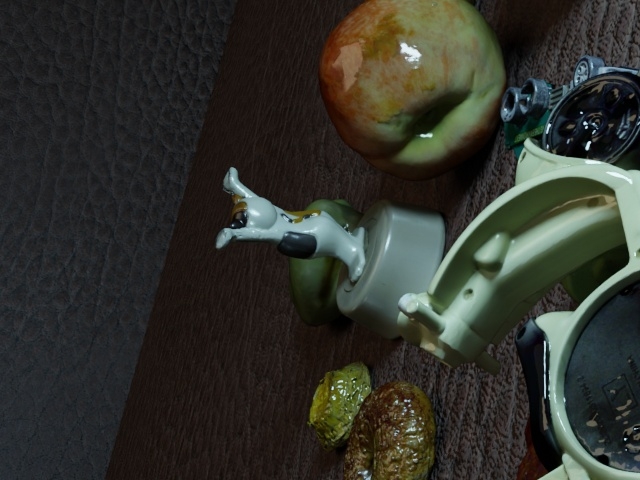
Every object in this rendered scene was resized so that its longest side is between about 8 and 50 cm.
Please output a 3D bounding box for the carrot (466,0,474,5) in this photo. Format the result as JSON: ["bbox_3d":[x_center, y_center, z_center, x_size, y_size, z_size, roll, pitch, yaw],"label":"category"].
[{"bbox_3d":[0.133,-0.275,1.979,0.139,0.139,0.301,135,152,-58],"label":"carrot"}]

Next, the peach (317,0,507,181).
[{"bbox_3d":[0.110,-0.206,1.780,0.232,0.232,0.256,-61,28,31],"label":"peach"}]

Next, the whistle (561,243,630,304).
[{"bbox_3d":[0.243,0.009,1.246,0.227,0.105,0.085,-109,15,-68],"label":"whistle"}]

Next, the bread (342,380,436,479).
[{"bbox_3d":[0.071,0.244,1.635,0.193,0.064,0.193,-163,90,-75],"label":"bread"}]

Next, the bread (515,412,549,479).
[{"bbox_3d":[0.202,0.182,1.172,0.139,0.095,0.269,-53,19,32],"label":"bread"}]

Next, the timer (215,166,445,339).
[{"bbox_3d":[0.000,0.000,1.813,0.175,0.266,0.175,-160,90,-76],"label":"timer"}]

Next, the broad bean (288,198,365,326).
[{"bbox_3d":[0.013,0.031,2.077,0.263,0.121,0.189,106,177,-82],"label":"broad bean"}]

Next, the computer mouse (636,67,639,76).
[{"bbox_3d":[0.330,-0.120,1.167,0.231,0.071,0.126,-46,38,34],"label":"computer mouse"}]

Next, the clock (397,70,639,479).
[{"bbox_3d":[0.196,0.061,1.080,0.276,0.120,0.379,-37,40,17],"label":"clock"}]

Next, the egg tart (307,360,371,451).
[{"bbox_3d":[0.022,0.211,1.881,0.130,0.052,0.130,-57,19,31],"label":"egg tart"}]

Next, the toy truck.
[{"bbox_3d":[0.250,-0.093,1.364,0.216,0.110,0.116,163,113,-71],"label":"toy truck"}]
